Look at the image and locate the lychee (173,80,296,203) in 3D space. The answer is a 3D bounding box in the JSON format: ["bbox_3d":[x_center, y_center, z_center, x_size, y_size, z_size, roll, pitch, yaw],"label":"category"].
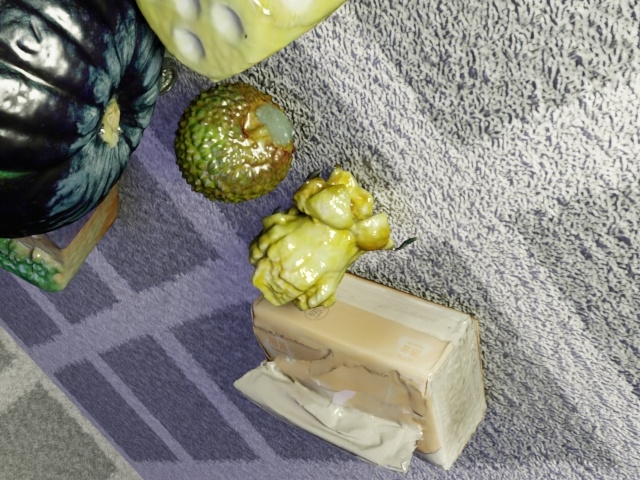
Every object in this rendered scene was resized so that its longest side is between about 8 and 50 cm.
[{"bbox_3d":[-0.116,-0.118,1.022,0.171,0.171,0.171,28,144,23],"label":"lychee"}]

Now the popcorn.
[{"bbox_3d":[0.003,0.000,1.044,0.195,0.168,0.173,-46,77,20],"label":"popcorn"}]

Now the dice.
[{"bbox_3d":[-0.078,-0.274,0.798,0.169,0.166,0.169,-10,120,52],"label":"dice"}]

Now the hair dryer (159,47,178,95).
[{"bbox_3d":[-0.278,-0.341,1.045,0.229,0.092,0.267,28,130,32],"label":"hair dryer"}]

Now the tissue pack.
[{"bbox_3d":[0.049,0.193,1.130,0.305,0.238,0.239,18,139,34],"label":"tissue pack"}]

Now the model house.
[{"bbox_3d":[-0.513,-0.115,1.365,0.312,0.245,0.280,31,150,2],"label":"model house"}]

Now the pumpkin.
[{"bbox_3d":[-0.328,-0.180,0.867,0.266,0.363,0.363,26,144,6],"label":"pumpkin"}]
